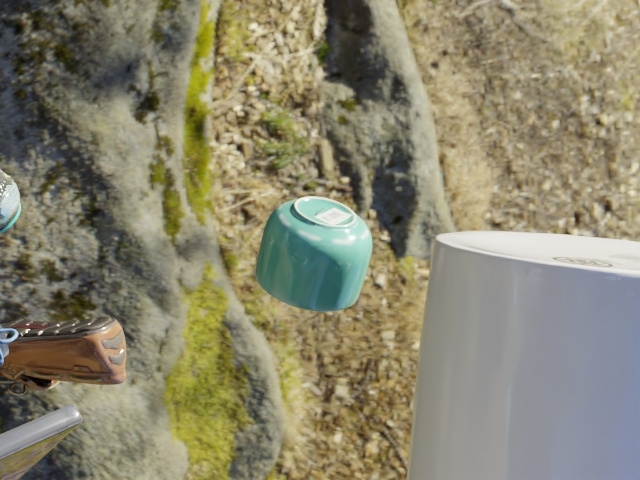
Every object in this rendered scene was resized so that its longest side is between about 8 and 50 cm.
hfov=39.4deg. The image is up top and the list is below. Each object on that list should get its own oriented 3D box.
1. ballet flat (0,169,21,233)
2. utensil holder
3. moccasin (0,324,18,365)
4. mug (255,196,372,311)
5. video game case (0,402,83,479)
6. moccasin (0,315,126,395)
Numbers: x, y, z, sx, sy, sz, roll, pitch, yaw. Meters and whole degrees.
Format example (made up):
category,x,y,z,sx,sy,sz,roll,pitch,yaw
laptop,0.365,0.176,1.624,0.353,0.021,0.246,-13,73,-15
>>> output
category,x,y,z,sx,sy,sz,roll,pitch,yaw
ballet flat,-0.307,-0.060,0.700,0.070,0.188,0.070,-28,126,-46
utensil holder,0.241,0.197,0.864,0.327,0.327,0.385,-2,99,-39
moccasin,-0.530,0.150,1.322,0.138,0.342,0.117,45,67,-9
mug,-0.008,0.001,1.054,0.129,0.158,0.097,6,118,-17
video game case,-0.514,0.347,1.298,0.275,0.248,0.035,-19,73,-51
moccasin,-0.518,0.222,1.652,0.139,0.380,0.147,-35,118,-67
